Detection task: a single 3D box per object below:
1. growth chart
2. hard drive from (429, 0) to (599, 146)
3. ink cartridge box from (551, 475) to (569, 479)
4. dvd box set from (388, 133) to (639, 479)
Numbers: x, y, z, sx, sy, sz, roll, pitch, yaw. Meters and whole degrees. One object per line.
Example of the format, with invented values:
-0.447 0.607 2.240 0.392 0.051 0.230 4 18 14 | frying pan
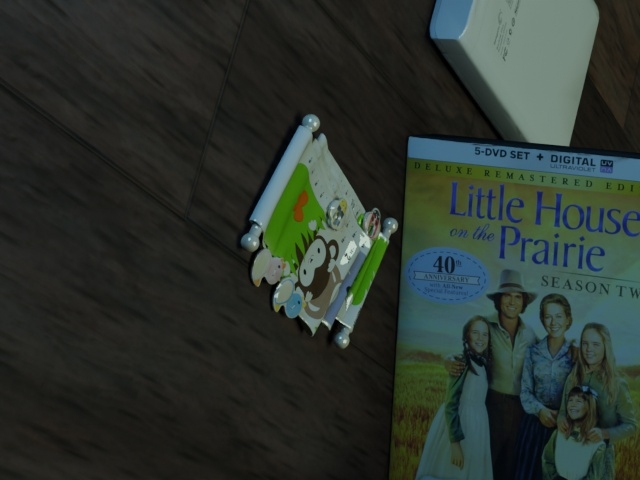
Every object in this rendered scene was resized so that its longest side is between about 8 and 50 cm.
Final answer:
0.000 0.000 1.547 0.237 0.021 0.172 52 52 -53 | growth chart
0.225 -0.245 1.890 0.353 0.047 0.233 43 58 -57 | hard drive
0.165 0.412 1.634 0.175 0.069 0.371 -29 138 -43 | ink cartridge box
0.220 0.114 1.688 0.062 0.307 0.420 -12 107 -59 | dvd box set
